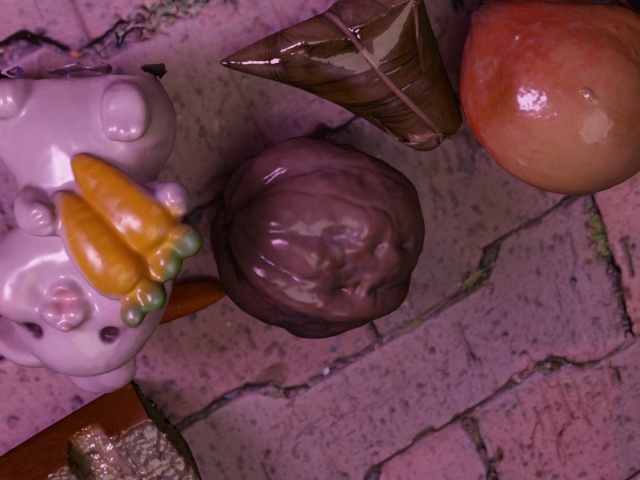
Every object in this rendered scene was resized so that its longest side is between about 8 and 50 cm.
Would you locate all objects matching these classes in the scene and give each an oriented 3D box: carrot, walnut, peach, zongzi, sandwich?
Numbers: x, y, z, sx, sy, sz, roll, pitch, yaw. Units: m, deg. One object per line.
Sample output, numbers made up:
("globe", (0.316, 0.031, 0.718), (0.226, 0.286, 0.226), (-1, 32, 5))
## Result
("carrot", (-0.222, 0.071, 1.621), (0.271, 0.066, 0.062), (5, 157, -28))
("walnut", (0.000, 0.000, 1.586), (0.224, 0.224, 0.224), (-11, 123, -18))
("peach", (0.239, -0.161, 1.589), (0.232, 0.232, 0.232), (-11, 123, -18))
("zongzi", (0.028, -0.142, 1.577), (0.204, 0.094, 0.205), (-26, 127, -3))
("sandwich", (-0.257, 0.257, 1.674), (0.236, 0.128, 0.122), (-31, 119, -5))

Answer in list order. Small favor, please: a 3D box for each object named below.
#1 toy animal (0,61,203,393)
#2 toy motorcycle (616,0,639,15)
("toy animal", (-0.219, -0.004, 1.445), (0.183, 0.247, 0.310), (-2, 92, -16))
("toy motorcycle", (0.417, -0.216, 1.695), (0.157, 0.091, 0.263), (-38, 138, 0))
